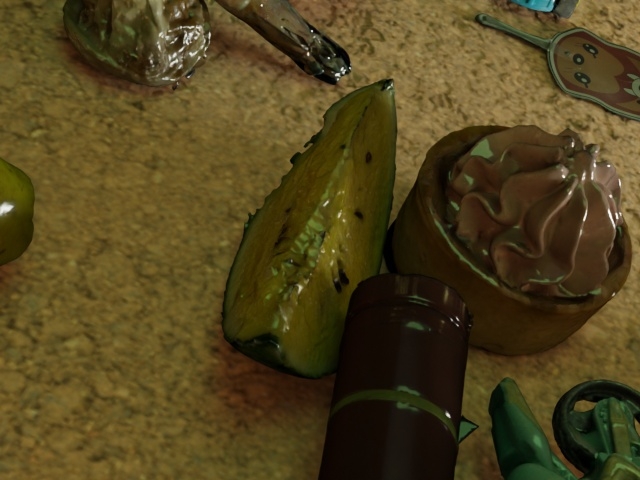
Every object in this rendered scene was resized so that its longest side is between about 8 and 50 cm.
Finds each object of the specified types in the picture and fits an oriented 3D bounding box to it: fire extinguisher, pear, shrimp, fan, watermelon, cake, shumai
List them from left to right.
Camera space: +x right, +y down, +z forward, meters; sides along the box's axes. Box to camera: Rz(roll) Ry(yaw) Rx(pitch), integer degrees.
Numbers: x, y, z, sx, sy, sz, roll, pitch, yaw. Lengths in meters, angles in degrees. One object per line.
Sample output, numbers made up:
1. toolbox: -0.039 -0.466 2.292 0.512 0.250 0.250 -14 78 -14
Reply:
1. pear: -0.274 -0.023 1.029 0.131 0.107 0.107 5 46 -23
2. shumai: -0.160 -0.216 1.262 0.145 0.116 0.145 13 43 -13
3. shrimp: -0.059 -0.232 1.350 0.219 0.046 0.152 38 18 -14
4. watermelon: 0.000 0.000 1.104 0.123 0.129 0.301 24 51 -2
5. fire extinguisher: 0.050 0.189 0.964 0.141 0.105 0.341 32 46 -24
6. cake: 0.164 -0.026 1.168 0.185 0.178 0.208 -14 51 -32
7. fan: 0.265 -0.194 1.496 0.220 0.009 0.132 24 42 1

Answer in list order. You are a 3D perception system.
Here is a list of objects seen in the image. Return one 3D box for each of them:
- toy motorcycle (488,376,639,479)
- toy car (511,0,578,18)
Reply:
1. toy motorcycle: 0.189 0.226 0.992 0.198 0.109 0.296 2 49 -9
2. toy car: 0.242 -0.327 1.552 0.126 0.098 0.161 24 45 -1
